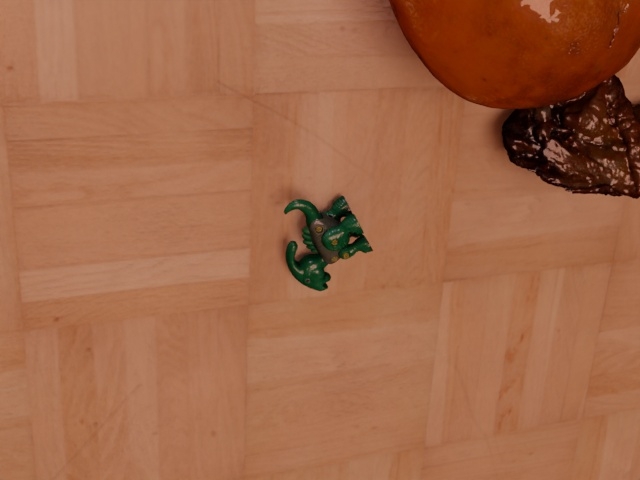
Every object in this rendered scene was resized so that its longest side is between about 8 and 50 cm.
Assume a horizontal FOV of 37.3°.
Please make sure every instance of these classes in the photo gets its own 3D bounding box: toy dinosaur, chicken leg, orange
[{"bbox_3d":[0.000,0.000,1.064,0.096,0.059,0.132,-31,129,1],"label":"toy dinosaur"},{"bbox_3d":[0.358,-0.141,1.126,0.323,0.083,0.177,0,99,-19],"label":"chicken leg"},{"bbox_3d":[0.200,-0.269,0.916,0.284,0.226,0.283,-8,111,-22],"label":"orange"}]
